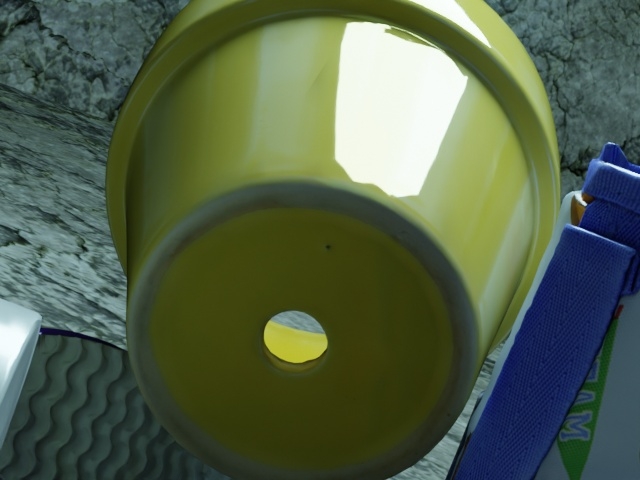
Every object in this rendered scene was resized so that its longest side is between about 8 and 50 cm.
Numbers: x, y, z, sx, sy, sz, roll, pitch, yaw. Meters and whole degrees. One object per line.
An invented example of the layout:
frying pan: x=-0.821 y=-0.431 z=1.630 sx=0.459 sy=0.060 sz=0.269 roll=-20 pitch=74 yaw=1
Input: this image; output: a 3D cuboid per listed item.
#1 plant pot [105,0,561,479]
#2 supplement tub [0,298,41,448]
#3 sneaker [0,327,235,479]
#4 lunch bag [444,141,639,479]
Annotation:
plant pot: x=0.000 y=0.000 z=0.853 sx=0.254 sy=0.254 sz=0.239 roll=21 pitch=25 yaw=-3
supplement tub: x=-0.283 y=0.062 z=0.540 sx=0.331 sy=0.241 sz=0.241 roll=20 pitch=10 yaw=-6
sneaker: x=-0.114 y=0.123 z=0.969 sx=0.146 sy=0.102 sz=0.293 roll=14 pitch=-12 yaw=47
lunch bag: x=0.203 y=0.150 z=0.835 sx=0.385 sy=0.328 sz=0.239 roll=16 pitch=9 yaw=-39
